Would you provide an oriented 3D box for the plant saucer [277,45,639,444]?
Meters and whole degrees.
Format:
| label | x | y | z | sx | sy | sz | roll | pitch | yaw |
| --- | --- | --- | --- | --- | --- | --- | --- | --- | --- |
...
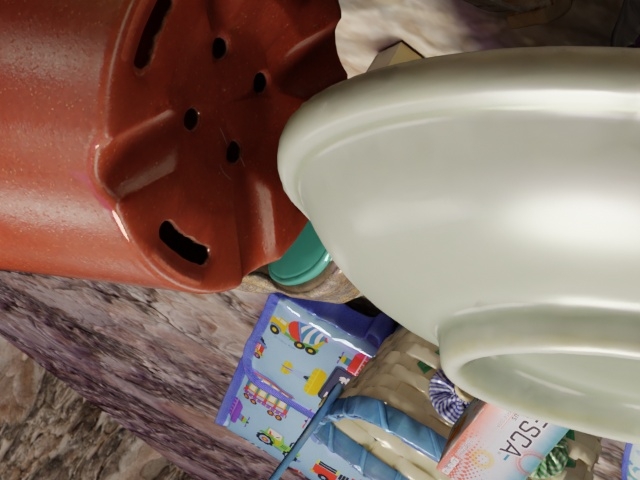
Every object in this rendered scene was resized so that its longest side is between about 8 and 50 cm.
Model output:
| label | x | y | z | sx | sy | sz | roll | pitch | yaw |
| --- | --- | --- | --- | --- | --- | --- | --- | --- | --- |
| plant saucer | 0.168 | 0.033 | 0.775 | 0.400 | 0.100 | 0.400 | 11 | 166 | 3 |

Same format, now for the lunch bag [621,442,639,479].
| label | x | y | z | sx | sy | sz | roll | pitch | yaw |
| --- | --- | --- | --- | --- | --- | --- | --- | --- | --- |
| lunch bag | 0.299 | 0.176 | 1.250 | 0.129 | 0.096 | 0.151 | 25 | 173 | 23 |

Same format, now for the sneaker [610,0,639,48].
| label | x | y | z | sx | sy | sz | roll | pitch | yaw |
| --- | --- | --- | --- | --- | --- | --- | --- | --- | --- |
| sneaker | 0.163 | -0.123 | 0.679 | 0.223 | 0.083 | 0.098 | 164 | 87 | -84 |

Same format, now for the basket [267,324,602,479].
| label | x | y | z | sx | sy | sz | roll | pitch | yaw |
| --- | --- | --- | --- | --- | --- | --- | --- | --- | --- |
| basket | 0.090 | 0.208 | 1.382 | 0.254 | 0.289 | 0.201 | 31 | 166 | -5 |

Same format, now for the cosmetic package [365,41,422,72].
| label | x | y | z | sx | sy | sz | roll | pitch | yaw |
| --- | --- | --- | --- | --- | --- | --- | --- | --- | --- |
| cosmetic package | 0.072 | -0.063 | 1.015 | 0.115 | 0.060 | 0.041 | 34 | 163 | -14 |

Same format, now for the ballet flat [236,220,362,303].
| label | x | y | z | sx | sy | sz | roll | pitch | yaw |
| --- | --- | --- | --- | --- | --- | --- | --- | --- | --- |
| ballet flat | 0.000 | 0.000 | 1.316 | 0.106 | 0.107 | 0.316 | 16 | 176 | -21 |

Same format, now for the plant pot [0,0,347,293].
| label | x | y | z | sx | sy | sz | roll | pitch | yaw |
| --- | --- | --- | --- | --- | --- | --- | --- | --- | --- |
| plant pot | -0.146 | -0.090 | 0.914 | 0.265 | 0.272 | 0.272 | 12 | 156 | 34 |

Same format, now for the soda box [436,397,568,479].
| label | x | y | z | sx | sy | sz | roll | pitch | yaw |
| --- | --- | --- | --- | --- | --- | --- | --- | --- | --- |
| soda box | 0.158 | 0.114 | 1.219 | 0.063 | 0.058 | 0.183 | 33 | 127 | -1 |

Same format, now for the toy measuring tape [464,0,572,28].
| label | x | y | z | sx | sy | sz | roll | pitch | yaw |
| --- | --- | --- | --- | --- | --- | --- | --- | --- | --- |
| toy measuring tape | -0.017 | -0.194 | 0.767 | 0.330 | 0.121 | 0.121 | 14 | 173 | -26 |

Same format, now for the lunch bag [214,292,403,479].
| label | x | y | z | sx | sy | sz | roll | pitch | yaw |
| --- | --- | --- | --- | --- | --- | --- | --- | --- | --- |
| lunch bag | 0.038 | 0.138 | 1.635 | 0.221 | 0.138 | 0.293 | 31 | 152 | 5 |
